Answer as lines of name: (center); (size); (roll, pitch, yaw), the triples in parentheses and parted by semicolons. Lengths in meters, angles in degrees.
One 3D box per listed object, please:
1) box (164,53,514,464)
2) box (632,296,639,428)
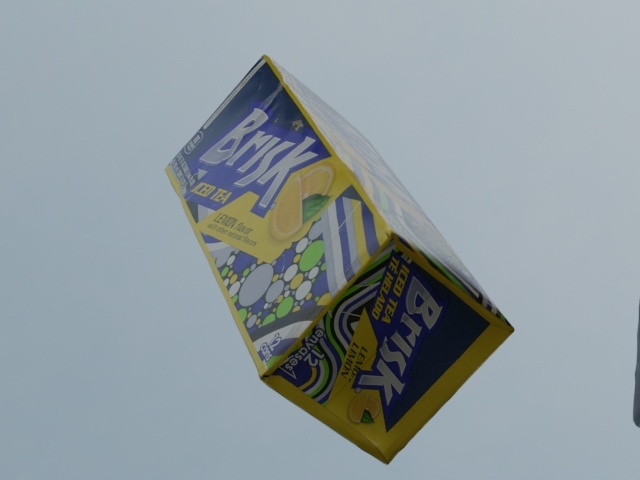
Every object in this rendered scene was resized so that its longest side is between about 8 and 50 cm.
box: (0.000, 0.000, 0.623); (0.054, 0.169, 0.059); (38, -81, -26)
box: (0.474, -0.041, 0.963); (0.480, 0.472, 0.297); (13, -113, -9)
